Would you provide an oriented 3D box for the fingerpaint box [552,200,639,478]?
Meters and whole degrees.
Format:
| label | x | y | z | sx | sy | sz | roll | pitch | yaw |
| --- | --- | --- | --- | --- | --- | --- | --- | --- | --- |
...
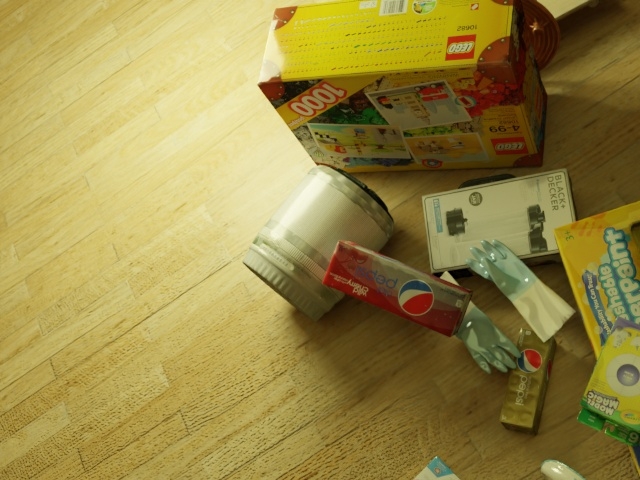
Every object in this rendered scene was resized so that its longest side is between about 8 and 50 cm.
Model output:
| label | x | y | z | sx | sy | sz | roll | pitch | yaw |
| --- | --- | --- | --- | --- | --- | --- | --- | --- | --- |
| fingerpaint box | 0.634 | 0.139 | 1.428 | 0.370 | 0.163 | 0.445 | -19 | 70 | 14 |

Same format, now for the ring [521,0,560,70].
| label | x | y | z | sx | sy | sz | roll | pitch | yaw |
| --- | --- | --- | --- | --- | --- | --- | --- | --- | --- |
| ring | 0.319 | -0.406 | 1.785 | 0.336 | 0.336 | 0.032 | 1 | 66 | 24 |

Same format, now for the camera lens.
| label | x | y | z | sx | sy | sz | roll | pitch | yaw |
| --- | --- | --- | --- | --- | --- | --- | --- | --- | --- |
| camera lens | 0.000 | 0.000 | 1.786 | 0.219 | 0.219 | 0.274 | 35 | 82 | 33 |

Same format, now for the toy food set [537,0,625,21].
| label | x | y | z | sx | sy | sz | roll | pitch | yaw |
| --- | --- | --- | --- | --- | --- | --- | --- | --- | --- |
| toy food set | 0.489 | -0.518 | 1.930 | 0.306 | 0.092 | 0.220 | -27 | 46 | 7 |

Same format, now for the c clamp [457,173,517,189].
| label | x | y | z | sx | sy | sz | roll | pitch | yaw |
| --- | --- | --- | --- | --- | --- | --- | --- | --- | --- |
| c clamp | 0.342 | -0.069 | 1.792 | 0.160 | 0.022 | 0.137 | -15 | 64 | 19 |

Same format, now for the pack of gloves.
| label | x | y | z | sx | sy | sz | roll | pitch | yaw |
| --- | --- | --- | --- | --- | --- | --- | --- | --- | --- |
| pack of gloves | 0.316 | 0.117 | 1.607 | 0.195 | 0.046 | 0.232 | -45 | 61 | 4 |

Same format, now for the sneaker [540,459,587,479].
| label | x | y | z | sx | sy | sz | roll | pitch | yaw |
| --- | --- | --- | --- | --- | --- | --- | --- | --- | --- |
| sneaker | 0.442 | 0.461 | 1.442 | 0.092 | 0.087 | 0.229 | -43 | 54 | 0 |

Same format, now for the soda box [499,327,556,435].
| label | x | y | z | sx | sy | sz | roll | pitch | yaw |
| --- | --- | --- | --- | --- | --- | --- | --- | --- | --- |
| soda box | 0.381 | 0.258 | 1.587 | 0.061 | 0.058 | 0.181 | 7 | 69 | 27 |

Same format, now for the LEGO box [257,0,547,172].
| label | x | y | z | sx | sy | sz | roll | pitch | yaw |
| --- | --- | --- | --- | --- | --- | --- | --- | --- | --- |
| LEGO box | 0.180 | -0.311 | 1.777 | 0.499 | 0.372 | 0.193 | 0 | 65 | 24 |

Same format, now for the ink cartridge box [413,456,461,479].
| label | x | y | z | sx | sy | sz | roll | pitch | yaw |
| --- | --- | --- | --- | --- | --- | --- | --- | --- | --- |
| ink cartridge box | 0.202 | 0.467 | 1.562 | 0.122 | 0.052 | 0.088 | -44 | 56 | -4 |

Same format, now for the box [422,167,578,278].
| label | x | y | z | sx | sy | sz | roll | pitch | yaw |
| --- | --- | --- | --- | --- | --- | --- | --- | --- | --- |
| box | 0.357 | -0.029 | 1.709 | 0.289 | 0.087 | 0.169 | -9 | 73 | 19 |

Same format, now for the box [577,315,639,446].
| label | x | y | z | sx | sy | sz | roll | pitch | yaw |
| --- | --- | --- | --- | --- | --- | --- | --- | --- | --- |
| box | 0.478 | 0.220 | 1.355 | 0.105 | 0.043 | 0.179 | 22 | 89 | 27 |

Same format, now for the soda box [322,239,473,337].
| label | x | y | z | sx | sy | sz | roll | pitch | yaw |
| --- | --- | --- | --- | --- | --- | --- | --- | --- | --- |
| soda box | 0.143 | 0.088 | 1.617 | 0.263 | 0.083 | 0.092 | 23 | 97 | 16 |
